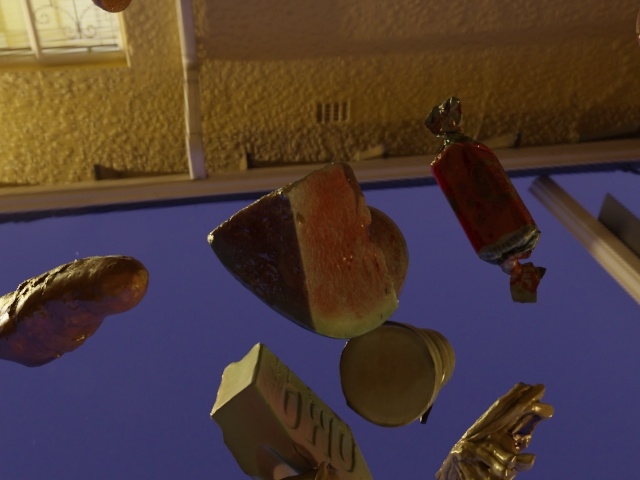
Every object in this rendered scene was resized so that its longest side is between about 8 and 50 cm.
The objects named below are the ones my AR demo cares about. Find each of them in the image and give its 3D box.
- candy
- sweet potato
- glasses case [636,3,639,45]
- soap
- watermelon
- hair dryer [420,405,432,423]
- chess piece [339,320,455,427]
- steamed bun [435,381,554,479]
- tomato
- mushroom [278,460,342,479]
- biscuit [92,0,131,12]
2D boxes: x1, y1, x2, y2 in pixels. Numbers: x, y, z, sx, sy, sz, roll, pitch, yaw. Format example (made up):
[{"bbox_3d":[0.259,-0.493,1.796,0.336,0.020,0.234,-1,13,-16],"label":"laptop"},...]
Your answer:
[{"bbox_3d":[0.209,-0.054,0.805,0.059,0.086,0.292,3,-123,-55],"label":"candy"},{"bbox_3d":[-0.306,0.087,0.699,0.106,0.095,0.354,-18,176,-44],"label":"sweet potato"},{"bbox_3d":[0.389,-0.117,0.455,0.316,0.123,0.076,39,-177,16],"label":"glasses case"},{"bbox_3d":[-0.056,0.489,1.516,0.156,0.446,0.261,-38,-163,16],"label":"soap"},{"bbox_3d":[0.000,0.000,0.847,0.261,0.201,0.213,42,-145,16],"label":"watermelon"},{"bbox_3d":[0.243,0.418,1.598,0.083,0.031,0.079,21,-124,3],"label":"hair dryer"},{"bbox_3d":[0.174,0.241,1.218,0.182,0.182,0.330,17,-178,23],"label":"chess piece"},{"bbox_3d":[0.438,0.565,1.612,0.247,0.428,0.189,3,-142,-43],"label":"steamed bun"},{"bbox_3d":[0.070,0.062,1.563,0.282,0.317,0.317,19,-147,-4],"label":"tomato"},{"bbox_3d":[-0.126,0.596,1.297,0.397,0.177,0.126,-28,-108,-31],"label":"mushroom"},{"bbox_3d":[-0.313,-0.512,1.014,0.052,0.275,0.355,35,-133,16],"label":"biscuit"}]
